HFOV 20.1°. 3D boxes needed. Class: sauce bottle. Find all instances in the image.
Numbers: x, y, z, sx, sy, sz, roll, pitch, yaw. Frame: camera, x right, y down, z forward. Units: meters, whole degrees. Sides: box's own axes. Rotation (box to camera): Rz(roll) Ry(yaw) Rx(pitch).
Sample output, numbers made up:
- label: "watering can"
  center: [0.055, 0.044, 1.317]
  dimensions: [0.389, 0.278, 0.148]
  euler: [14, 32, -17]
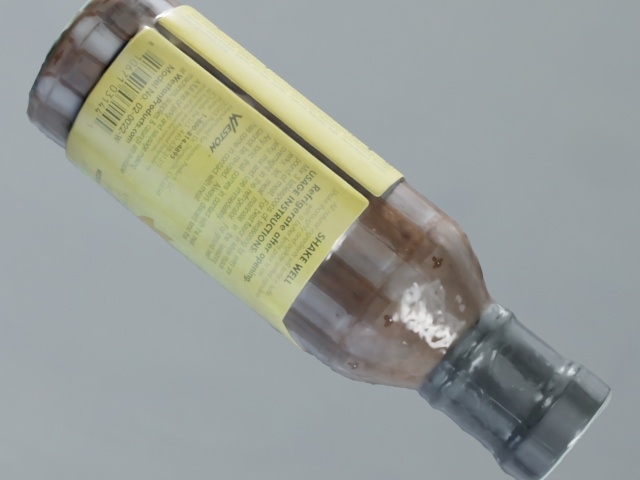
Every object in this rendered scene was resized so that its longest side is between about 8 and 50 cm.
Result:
- label: "sauce bottle"
  center: [0.000, 0.000, 0.970]
  dimensions: [0.344, 0.111, 0.111]
  euler: [40, 19, 7]
